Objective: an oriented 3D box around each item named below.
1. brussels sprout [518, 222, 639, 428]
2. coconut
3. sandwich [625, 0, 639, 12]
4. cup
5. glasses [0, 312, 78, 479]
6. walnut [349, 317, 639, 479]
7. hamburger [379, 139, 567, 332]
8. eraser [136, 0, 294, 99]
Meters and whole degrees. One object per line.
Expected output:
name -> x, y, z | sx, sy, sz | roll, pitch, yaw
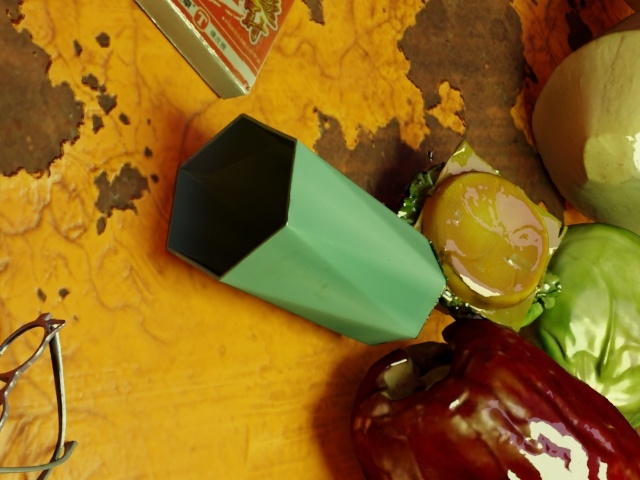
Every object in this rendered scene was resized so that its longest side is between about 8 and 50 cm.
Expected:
brussels sprout -> 0.274, 0.086, 1.921 | 0.223, 0.161, 0.223 | 19, 67, -53
coconut -> 0.350, -0.115, 1.997 | 0.259, 0.259, 0.259 | 17, 67, -47
sandwich -> 0.364, -0.314, 2.133 | 0.186, 0.065, 0.214 | -9, 53, -53
cup -> 0.000, 0.000, 1.647 | 0.236, 0.148, 0.134 | 27, 34, -45
glasses -> -0.204, 0.137, 1.418 | 0.104, 0.062, 0.140 | 51, 47, -30
walnut -> 0.159, 0.184, 1.741 | 0.269, 0.222, 0.244 | 52, 13, -17
hamburger -> 0.141, 0.008, 1.820 | 0.189, 0.093, 0.164 | 46, 57, -7
eraser -> -0.080, -0.257, 1.692 | 0.157, 0.038, 0.230 | 48, 48, -30
